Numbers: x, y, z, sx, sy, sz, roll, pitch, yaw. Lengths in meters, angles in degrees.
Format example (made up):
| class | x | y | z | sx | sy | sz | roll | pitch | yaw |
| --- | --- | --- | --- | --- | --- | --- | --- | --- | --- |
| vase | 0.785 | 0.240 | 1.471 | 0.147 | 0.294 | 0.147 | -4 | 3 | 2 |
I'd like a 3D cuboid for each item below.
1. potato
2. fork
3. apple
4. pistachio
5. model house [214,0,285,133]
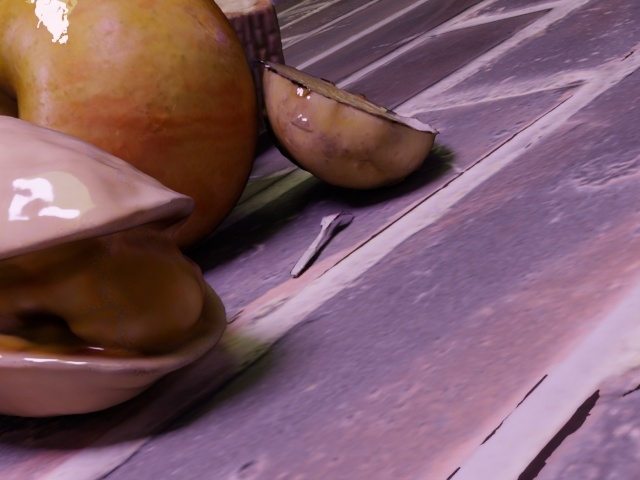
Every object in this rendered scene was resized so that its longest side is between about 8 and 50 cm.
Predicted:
| class | x | y | z | sx | sy | sz | roll | pitch | yaw |
| --- | --- | --- | --- | --- | --- | --- | --- | --- | --- |
| potato | 0.008 | -0.088 | 0.957 | 0.164 | 0.081 | 0.200 | 21 | 8 | -8 |
| fork | 0.000 | -0.001 | 0.847 | 0.016 | 0.012 | 0.115 | -20 | 15 | 29 |
| apple | -0.185 | -0.103 | 0.947 | 0.286 | 0.286 | 0.233 | -8 | -1 | 39 |
| pistachio | -0.182 | 0.015 | 0.719 | 0.299 | 0.187 | 0.187 | 7 | 31 | 43 |
| model house | -0.185 | -0.150 | 1.262 | 0.266 | 0.261 | 0.321 | 13 | 47 | 19 |
